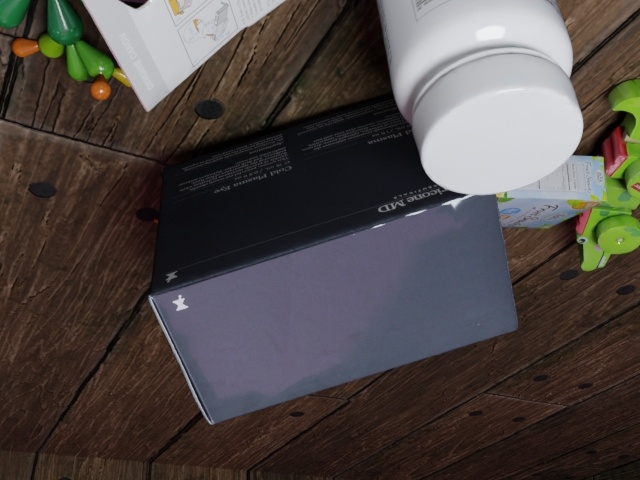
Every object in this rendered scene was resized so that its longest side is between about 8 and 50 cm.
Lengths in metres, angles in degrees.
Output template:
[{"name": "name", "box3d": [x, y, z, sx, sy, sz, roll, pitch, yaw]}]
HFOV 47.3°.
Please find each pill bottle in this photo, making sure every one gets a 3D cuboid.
[{"name": "pill bottle", "box3d": [0.138, -0.193, 0.679, 0.160, 0.283, 0.160, -3, 147, -2]}]

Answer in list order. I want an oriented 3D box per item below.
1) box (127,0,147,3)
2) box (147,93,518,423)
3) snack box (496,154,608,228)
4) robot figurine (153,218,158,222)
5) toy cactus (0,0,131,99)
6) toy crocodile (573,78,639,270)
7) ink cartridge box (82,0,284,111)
[{"name": "box", "box3d": [-0.223, -0.249, 0.608, 0.067, 0.063, 0.324, -23, 173, 39]}, {"name": "box", "box3d": [0.000, 0.000, 0.842, 0.343, 0.312, 0.179, -17, 119, 1]}, {"name": "snack box", "box3d": [0.265, -0.067, 1.033, 0.207, 0.070, 0.174, 0, 168, -9]}, {"name": "robot figurine", "box3d": [-0.130, -0.003, 1.071, 0.219, 0.128, 0.158, 0, -171, -8]}, {"name": "toy cactus", "box3d": [-0.275, -0.234, 0.745, 0.219, 0.112, 0.180, 3, 137, 4]}, {"name": "toy crocodile", "box3d": [0.422, -0.079, 1.046, 0.105, 0.115, 0.340, 6, 144, 4]}, {"name": "ink cartridge box", "box3d": [-0.096, -0.275, 0.559, 0.261, 0.066, 0.296, -41, 158, -12]}]
